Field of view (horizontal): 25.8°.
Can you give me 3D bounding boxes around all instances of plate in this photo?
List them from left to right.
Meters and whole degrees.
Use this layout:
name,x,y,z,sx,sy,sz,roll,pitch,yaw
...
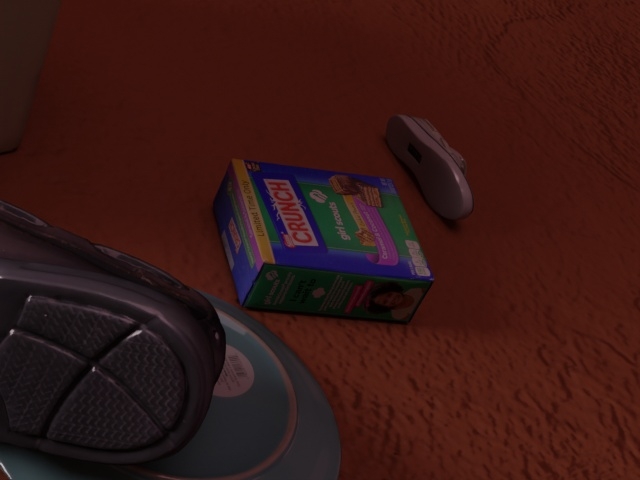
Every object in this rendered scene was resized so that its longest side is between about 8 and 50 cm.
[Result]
name,x,y,z,sx,sy,sz,roll,pitch,yaw
plate,-0.075,0.076,0.687,0.188,0.024,0.188,15,36,-12

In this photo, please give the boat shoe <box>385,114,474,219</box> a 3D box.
name,x,y,z,sx,sy,sz,roll,pitch,yaw
boat shoe,0.081,-0.050,0.930,0.035,0.035,0.100,-4,38,-30

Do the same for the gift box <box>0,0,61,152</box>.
name,x,y,z,sx,sy,sz,roll,pitch,yaw
gift box,-0.263,-0.201,0.726,0.255,0.258,0.276,42,40,22

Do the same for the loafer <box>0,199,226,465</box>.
name,x,y,z,sx,sy,sz,roll,pitch,yaw
loafer,-0.188,0.019,0.631,0.302,0.109,0.095,18,17,2

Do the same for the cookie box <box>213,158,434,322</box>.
name,x,y,z,sx,sy,sz,roll,pitch,yaw
cookie box,0.000,0.000,0.812,0.107,0.040,0.092,6,41,-24
